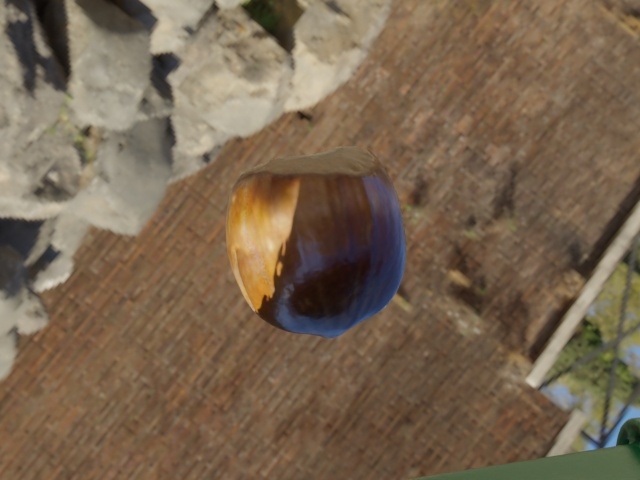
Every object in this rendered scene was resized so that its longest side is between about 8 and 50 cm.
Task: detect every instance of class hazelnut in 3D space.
[{"bbox_3d":[0.000,0.000,0.862,0.150,0.150,0.150,-51,-178,3],"label":"hazelnut"}]

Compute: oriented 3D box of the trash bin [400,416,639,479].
[{"bbox_3d":[0.132,0.302,0.753,0.259,0.381,0.295,-119,-151,-73],"label":"trash bin"}]
